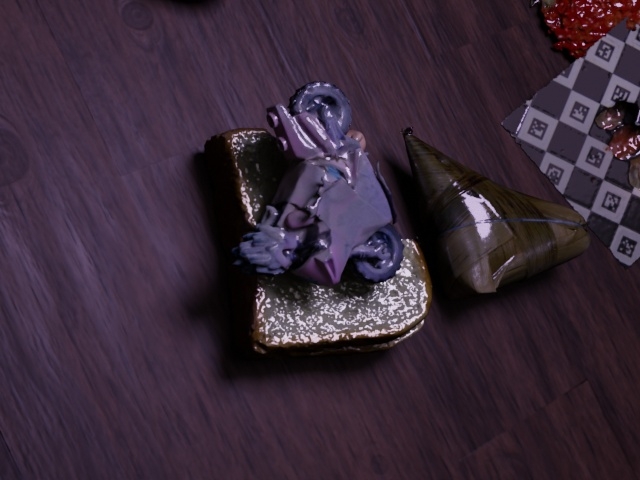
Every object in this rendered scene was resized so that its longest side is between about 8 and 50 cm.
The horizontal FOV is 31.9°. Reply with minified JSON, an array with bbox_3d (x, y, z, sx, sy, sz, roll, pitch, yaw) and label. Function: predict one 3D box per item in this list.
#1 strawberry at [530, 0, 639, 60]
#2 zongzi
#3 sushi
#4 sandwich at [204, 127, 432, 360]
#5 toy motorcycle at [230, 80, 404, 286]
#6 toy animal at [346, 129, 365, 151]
[{"bbox_3d":[0.442,-0.342,1.690,0.236,0.106,0.175,23,66,-20],"label":"strawberry"},{"bbox_3d":[0.231,-0.058,1.497,0.221,0.112,0.242,-17,83,-29],"label":"zongzi"},{"bbox_3d":[0.442,-0.144,1.668,0.264,0.050,0.290,-41,98,-10],"label":"sushi"},{"bbox_3d":[-0.002,0.001,1.366,0.254,0.099,0.288,-7,79,-22],"label":"sandwich"},{"bbox_3d":[-0.019,-0.039,1.255,0.204,0.108,0.239,-27,87,-23],"label":"toy motorcycle"},{"bbox_3d":[0.004,-0.129,1.406,0.091,0.114,0.082,-26,101,1],"label":"toy animal"}]
